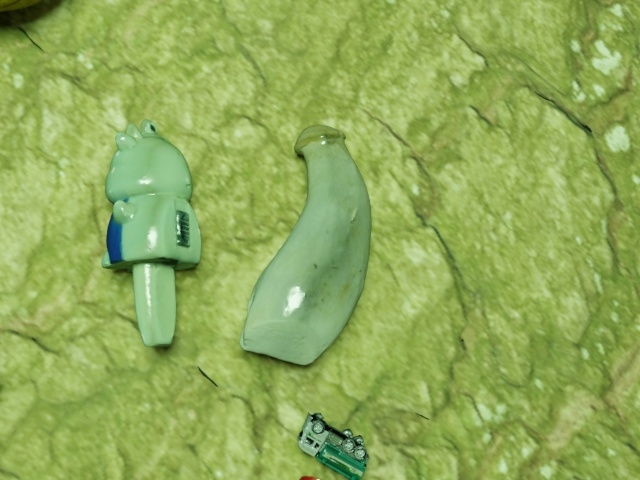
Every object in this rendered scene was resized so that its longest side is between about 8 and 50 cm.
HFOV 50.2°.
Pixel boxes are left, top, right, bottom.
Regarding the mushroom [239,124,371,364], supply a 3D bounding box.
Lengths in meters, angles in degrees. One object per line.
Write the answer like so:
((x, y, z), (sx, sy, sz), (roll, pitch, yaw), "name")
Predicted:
((0.000, 0.000, 0.749), (0.118, 0.103, 0.270), (20, 67, -11), "mushroom")

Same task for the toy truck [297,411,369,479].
((0.014, 0.222, 0.736), (0.083, 0.039, 0.044), (31, 91, -4), "toy truck")

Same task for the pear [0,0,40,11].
((-0.355, -0.331, 0.695), (0.208, 0.209, 0.209), (2, 80, -8), "pear")

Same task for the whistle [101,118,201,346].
((-0.179, -0.011, 0.720), (0.092, 0.110, 0.244), (-8, 80, 22), "whistle")

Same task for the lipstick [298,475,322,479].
((-0.081, 0.356, 0.682), (0.061, 0.068, 0.274), (36, 70, 6), "lipstick")
